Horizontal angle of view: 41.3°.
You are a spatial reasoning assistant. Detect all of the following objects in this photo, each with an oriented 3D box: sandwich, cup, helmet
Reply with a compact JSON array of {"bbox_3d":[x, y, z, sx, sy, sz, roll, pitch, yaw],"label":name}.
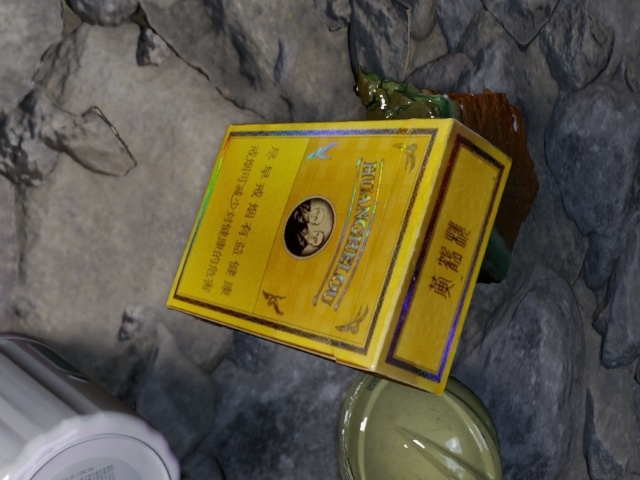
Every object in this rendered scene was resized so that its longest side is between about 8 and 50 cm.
[{"bbox_3d":[0.161,-0.072,0.982,0.212,0.109,0.292,-20,108,-37],"label":"sandwich"},{"bbox_3d":[-0.193,0.167,0.649,0.221,0.202,0.167,-14,107,-38],"label":"cup"},{"bbox_3d":[0.146,0.256,0.991,0.204,0.137,0.258,-50,124,-24],"label":"helmet"}]

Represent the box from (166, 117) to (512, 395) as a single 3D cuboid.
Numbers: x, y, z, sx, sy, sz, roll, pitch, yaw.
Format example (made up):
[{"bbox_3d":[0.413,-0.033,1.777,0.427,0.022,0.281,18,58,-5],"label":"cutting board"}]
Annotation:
[{"bbox_3d":[0.000,0.000,0.726,0.084,0.301,0.193,23,80,-38],"label":"box"}]
